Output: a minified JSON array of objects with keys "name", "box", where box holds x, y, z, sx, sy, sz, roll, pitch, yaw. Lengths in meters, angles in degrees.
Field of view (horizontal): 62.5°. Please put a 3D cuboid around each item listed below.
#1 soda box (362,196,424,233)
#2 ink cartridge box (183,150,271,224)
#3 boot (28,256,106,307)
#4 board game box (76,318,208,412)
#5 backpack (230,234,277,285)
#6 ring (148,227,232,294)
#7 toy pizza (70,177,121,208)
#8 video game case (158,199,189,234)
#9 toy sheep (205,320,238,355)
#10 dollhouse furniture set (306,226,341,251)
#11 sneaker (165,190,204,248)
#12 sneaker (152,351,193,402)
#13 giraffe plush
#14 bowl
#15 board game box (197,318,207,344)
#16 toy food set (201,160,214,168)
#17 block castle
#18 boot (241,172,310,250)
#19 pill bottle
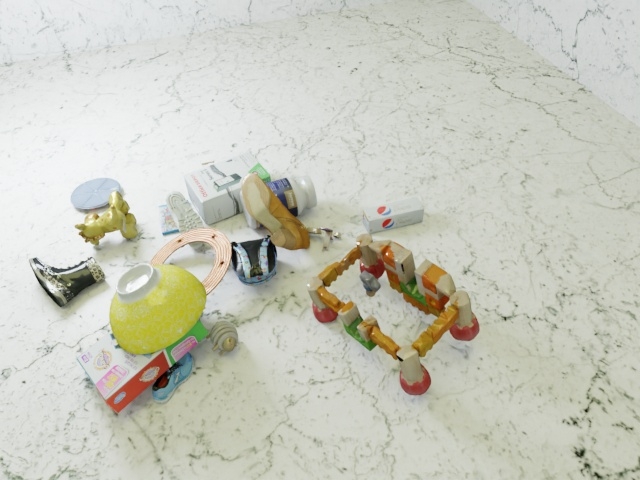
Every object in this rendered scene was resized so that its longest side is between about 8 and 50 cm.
[{"name":"soda box","box":[0.266,-0.092,1.940,0.216,0.069,0.074,-13,45,-9]},{"name":"ink cartridge box","box":[-0.359,-0.208,2.066,0.289,0.122,0.211,-25,47,-19]},{"name":"boot","box":[-0.868,0.107,1.807,0.178,0.085,0.236,-34,58,-30]},{"name":"board game box","box":[-0.514,0.303,1.519,0.316,0.064,0.242,-41,41,-21]},{"name":"backpack","box":[-0.216,0.082,1.760,0.158,0.117,0.173,-11,44,-8]},{"name":"ring","box":[-0.445,0.095,1.768,0.336,0.032,0.337,-13,48,14]},{"name":"toy pizza","box":[-0.913,-0.187,2.149,0.201,0.032,0.201,-3,43,2]},{"name":"video game case","box":[-0.559,-0.091,2.036,0.119,0.015,0.166,-14,45,-10]},{"name":"toy sheep","box":[-0.292,0.286,1.581,0.091,0.091,0.132,-24,42,-20]},{"name":"dollhouse furniture set","box":[0.000,0.000,1.908,0.114,0.091,0.081,5,83,41]},{"name":"sneaker","box":[-0.495,-0.069,1.947,0.090,0.095,0.235,-22,75,-22]},{"name":"sneaker","box":[-0.419,0.379,1.498,0.063,0.073,0.162,15,47,18]},{"name":"giraffe plush","box":[-0.784,-0.057,1.918,0.170,0.182,0.210,-21,28,-1]},{"name":"bowl","box":[-0.488,0.159,1.495,0.289,0.156,0.290,-15,39,12]},{"name":"board game box","box":[-0.425,0.268,1.647,0.103,0.026,0.154,-18,46,-15]},{"name":"toy food set","box":[-0.468,-0.283,2.227,0.077,0.019,0.122,-12,52,-7]},{"name":"block castle","box":[0.204,0.204,1.547,0.303,0.213,0.453,-41,48,-18]},{"name":"boot","box":[-0.151,-0.092,1.835,0.104,0.211,0.295,-33,78,18]},{"name":"pill bottle","box":[-0.156,-0.149,1.968,0.264,0.153,0.153,-18,46,-14]}]
